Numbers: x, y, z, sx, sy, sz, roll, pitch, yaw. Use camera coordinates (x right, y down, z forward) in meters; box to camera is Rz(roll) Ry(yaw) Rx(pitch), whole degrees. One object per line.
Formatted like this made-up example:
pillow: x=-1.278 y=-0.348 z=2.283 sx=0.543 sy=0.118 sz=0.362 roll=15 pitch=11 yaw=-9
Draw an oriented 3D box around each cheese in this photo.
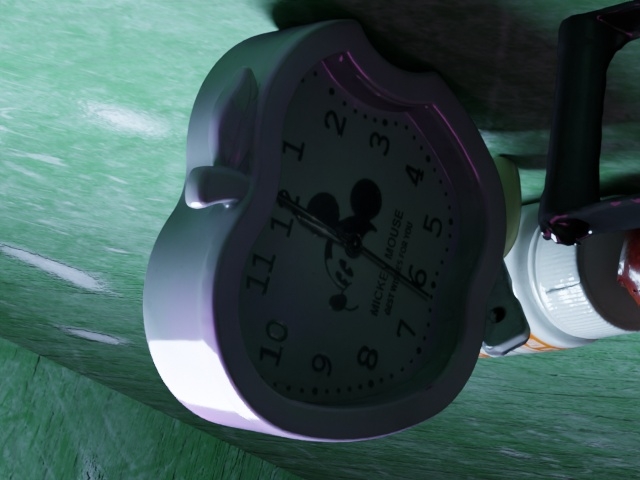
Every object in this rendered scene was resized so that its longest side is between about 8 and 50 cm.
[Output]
cheese: x=0.133 y=0.010 z=1.563 sx=0.127 sy=0.235 sz=0.050 roll=-25 pitch=134 yaw=12

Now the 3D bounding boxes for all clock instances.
clock: x=0.000 y=0.000 z=1.423 sx=0.338 sy=0.338 sz=0.102 roll=28 pitch=161 yaw=-39

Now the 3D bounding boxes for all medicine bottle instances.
medicine bottle: x=0.209 y=0.033 z=1.671 sx=0.144 sy=0.144 sz=0.252 roll=23 pitch=159 yaw=-26

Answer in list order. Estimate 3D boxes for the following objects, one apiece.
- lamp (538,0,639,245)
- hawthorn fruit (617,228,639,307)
lamp: x=0.364 y=-0.061 z=1.101 sx=0.374 sy=0.205 sz=0.272 roll=-17 pitch=142 yaw=42
hawthorn fruit: x=0.342 y=0.016 z=1.505 sx=0.172 sy=0.148 sz=0.148 roll=-16 pitch=148 yaw=38
